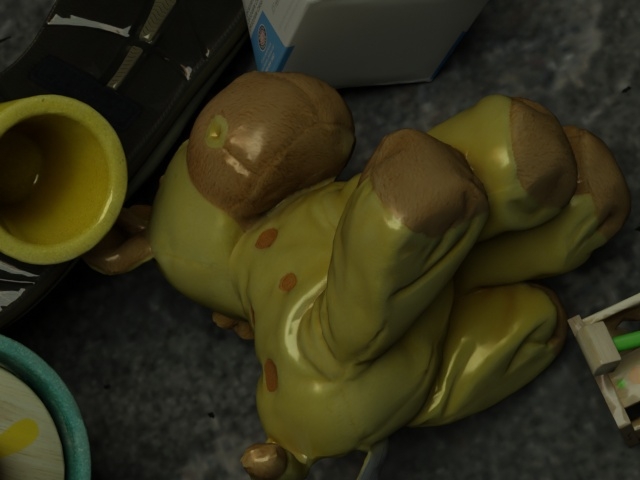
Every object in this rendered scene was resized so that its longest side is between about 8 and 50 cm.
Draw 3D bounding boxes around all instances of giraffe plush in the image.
[{"bbox_3d":[0.000,0.000,0.777,0.170,0.181,0.210,43,106,32],"label":"giraffe plush"}]

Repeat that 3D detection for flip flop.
[{"bbox_3d":[-0.127,-0.044,0.862,0.112,0.080,0.277,34,69,15],"label":"flip flop"}]

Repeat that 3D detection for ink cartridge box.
[{"bbox_3d":[0.009,-0.153,0.831,0.090,0.092,0.143,-7,70,-18],"label":"ink cartridge box"}]

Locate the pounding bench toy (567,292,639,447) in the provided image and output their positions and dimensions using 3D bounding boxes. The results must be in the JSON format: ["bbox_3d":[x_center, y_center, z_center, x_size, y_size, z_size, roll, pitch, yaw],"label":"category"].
[{"bbox_3d":[0.145,0.044,0.759,0.065,0.083,0.052,-26,70,7],"label":"pounding bench toy"}]

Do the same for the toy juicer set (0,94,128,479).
[{"bbox_3d":[-0.192,0.099,0.719,0.089,0.209,0.329,18,103,59],"label":"toy juicer set"}]
